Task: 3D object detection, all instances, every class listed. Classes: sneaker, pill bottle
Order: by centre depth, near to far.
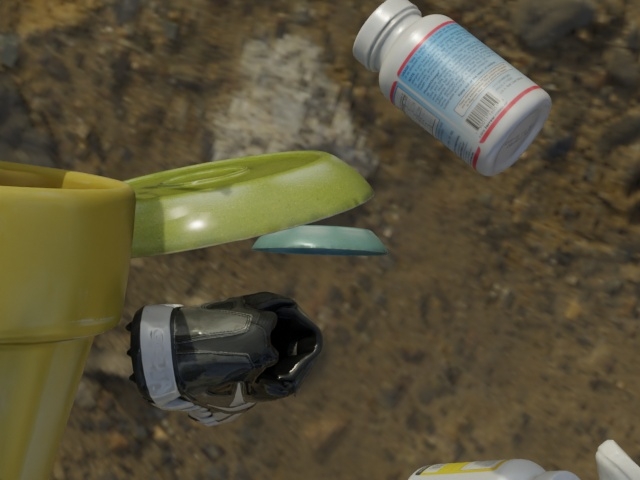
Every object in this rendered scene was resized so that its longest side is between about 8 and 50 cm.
[{"bbox_3d":[-0.046,0.078,1.078,0.106,0.234,0.078,-7,81,9],"label":"sneaker"},{"bbox_3d":[0.107,-0.132,1.371,0.160,0.087,0.087,41,84,17],"label":"pill bottle"},{"bbox_3d":[0.175,0.273,1.647,0.103,0.184,0.103,10,75,-42],"label":"pill bottle"},{"bbox_3d":[0.313,0.305,1.693,0.094,0.080,0.212,-29,117,-6],"label":"sneaker"}]

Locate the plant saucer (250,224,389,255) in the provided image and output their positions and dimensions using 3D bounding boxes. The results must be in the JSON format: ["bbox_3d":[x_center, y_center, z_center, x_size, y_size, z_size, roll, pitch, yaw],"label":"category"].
[{"bbox_3d":[0.000,0.000,1.412,0.119,0.119,0.021,2,87,-20],"label":"plant saucer"}]

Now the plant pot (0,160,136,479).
[{"bbox_3d":[-0.242,0.073,0.927,0.254,0.254,0.239,4,96,-21],"label":"plant pot"}]

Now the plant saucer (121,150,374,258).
[{"bbox_3d":[-0.082,-0.030,1.191,0.241,0.241,0.037,-14,99,-17],"label":"plant saucer"}]
